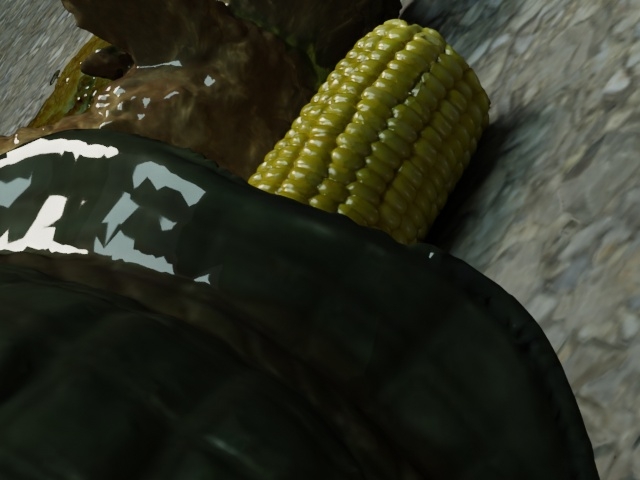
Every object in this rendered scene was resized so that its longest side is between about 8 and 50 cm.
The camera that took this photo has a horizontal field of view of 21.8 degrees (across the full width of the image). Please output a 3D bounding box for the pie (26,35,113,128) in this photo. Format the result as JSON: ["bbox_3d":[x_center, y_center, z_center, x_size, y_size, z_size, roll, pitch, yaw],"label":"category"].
[{"bbox_3d":[-0.213,-0.089,1.454,0.302,0.067,0.302,-43,22,23],"label":"pie"}]

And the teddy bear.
[{"bbox_3d":[-0.105,-0.093,1.007,0.296,0.246,0.223,-12,54,16],"label":"teddy bear"}]

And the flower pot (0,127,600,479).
[{"bbox_3d":[-0.059,0.135,0.479,0.302,0.302,0.213,-28,18,47],"label":"flower pot"}]

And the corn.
[{"bbox_3d":[0.000,0.000,0.811,0.093,0.093,0.244,-14,42,59],"label":"corn"}]
